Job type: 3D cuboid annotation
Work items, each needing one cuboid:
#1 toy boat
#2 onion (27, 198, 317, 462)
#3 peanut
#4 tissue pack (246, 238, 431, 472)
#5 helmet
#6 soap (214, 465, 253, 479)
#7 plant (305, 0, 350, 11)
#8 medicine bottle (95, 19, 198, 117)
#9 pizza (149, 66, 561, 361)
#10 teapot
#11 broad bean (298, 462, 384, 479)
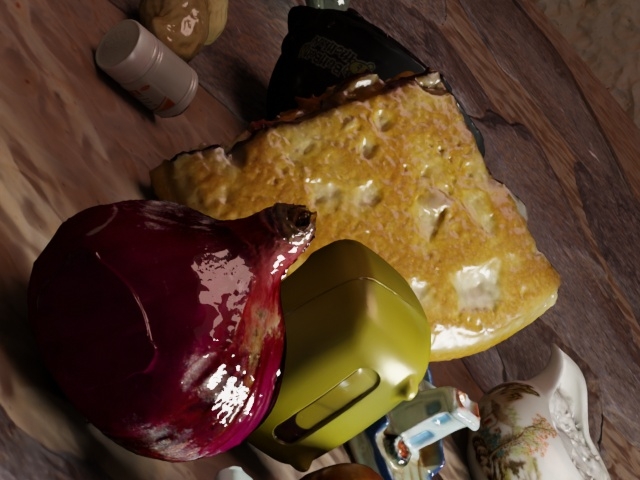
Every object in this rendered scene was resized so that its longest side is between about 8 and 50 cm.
[{"bbox_3d":[0.081,0.138,1.721,0.114,0.115,0.262,41,23,-40],"label":"toy boat"},{"bbox_3d":[-0.092,0.045,1.263,0.195,0.218,0.140,59,19,11],"label":"onion"},{"bbox_3d":[-0.138,-0.228,1.843,0.082,0.082,0.187,53,19,-10],"label":"peanut"},{"bbox_3d":[-0.001,0.097,1.473,0.123,0.178,0.127,41,22,-35],"label":"tissue pack"},{"bbox_3d":[0.032,-0.122,1.949,0.279,0.160,0.230,28,-17,34],"label":"helmet"},{"bbox_3d":[-0.053,0.259,1.250,0.119,0.066,0.198,50,19,-25],"label":"soap"},{"bbox_3d":[-0.031,-0.411,2.317,0.274,0.149,0.146,64,20,15],"label":"plant"},{"bbox_3d":[-0.160,-0.159,1.696,0.089,0.057,0.057,40,24,-43],"label":"medicine bottle"},{"bbox_3d":[0.041,-0.028,1.671,0.409,0.114,0.277,12,76,-23],"label":"pizza"},{"bbox_3d":[0.250,0.247,1.939,0.204,0.139,0.298,42,22,-45],"label":"teapot"},{"bbox_3d":[0.013,0.239,1.425,0.165,0.084,0.114,-91,157,-53],"label":"broad bean"}]
